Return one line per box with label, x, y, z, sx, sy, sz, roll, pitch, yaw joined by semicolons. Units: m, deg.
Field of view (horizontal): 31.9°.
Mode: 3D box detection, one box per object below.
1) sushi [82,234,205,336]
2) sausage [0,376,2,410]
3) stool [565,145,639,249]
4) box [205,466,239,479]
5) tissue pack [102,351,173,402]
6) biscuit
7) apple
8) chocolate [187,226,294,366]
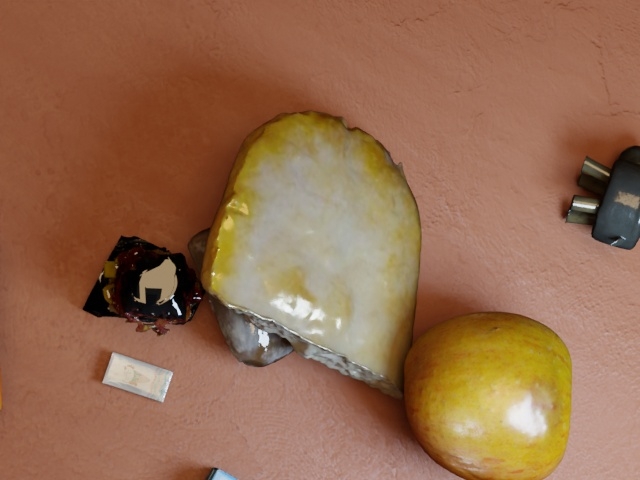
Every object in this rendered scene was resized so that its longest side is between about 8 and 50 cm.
sushi;-0.278;0.078;1.840;0.172;0.150;0.153;27;77;-7
sausage;-0.615;0.129;1.726;0.233;0.233;0.287;-2;82;-12
stool;0.536;-0.082;2.048;0.139;0.228;0.153;18;121;12
box;-0.110;0.493;1.850;0.232;0.083;0.143;30;78;-4
tissue pack;-0.306;0.229;1.877;0.108;0.023;0.056;19;79;-8
biscuit;-0.001;0.000;1.866;0.429;0.104;0.446;21;67;-32
apple;0.276;0.263;1.859;0.275;0.299;0.299;0;82;4
chocolate;-0.105;0.081;1.876;0.157;0.080;0.254;-22;89;-47
